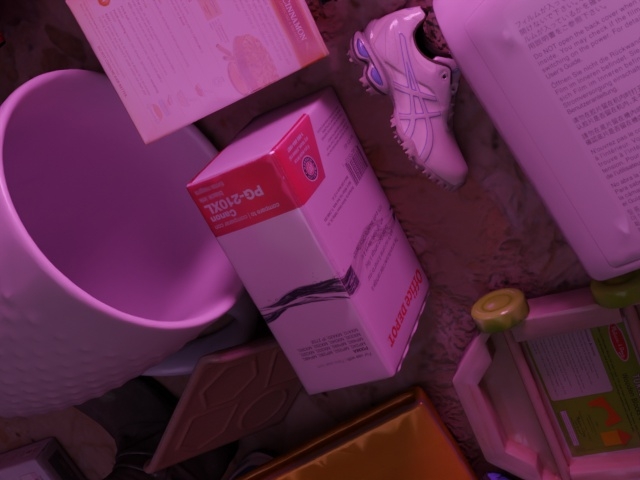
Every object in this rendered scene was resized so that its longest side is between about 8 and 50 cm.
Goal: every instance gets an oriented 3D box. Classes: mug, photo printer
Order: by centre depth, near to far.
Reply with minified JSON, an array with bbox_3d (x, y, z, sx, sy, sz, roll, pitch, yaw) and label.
[{"bbox_3d":[0.257,-0.143,0.736,0.256,0.107,0.307,-28,105,30],"label":"photo printer"},{"bbox_3d":[-0.238,0.052,0.949,0.374,0.276,0.328,26,134,-34],"label":"mug"}]

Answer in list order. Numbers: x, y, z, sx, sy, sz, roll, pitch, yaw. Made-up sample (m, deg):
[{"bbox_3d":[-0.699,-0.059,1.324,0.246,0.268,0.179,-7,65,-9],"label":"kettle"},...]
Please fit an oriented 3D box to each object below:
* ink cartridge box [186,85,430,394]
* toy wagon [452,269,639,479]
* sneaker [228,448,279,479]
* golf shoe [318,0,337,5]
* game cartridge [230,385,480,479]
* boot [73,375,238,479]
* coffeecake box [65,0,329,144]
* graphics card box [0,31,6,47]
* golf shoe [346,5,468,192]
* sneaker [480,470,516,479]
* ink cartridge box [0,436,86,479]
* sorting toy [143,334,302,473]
[{"bbox_3d":[0.000,0.000,0.867,0.100,0.172,0.237,-19,110,27],"label":"ink cartridge box"},{"bbox_3d":[0.313,0.147,0.903,0.344,0.068,0.267,-15,112,25],"label":"toy wagon"},{"bbox_3d":[-0.116,0.349,1.156,0.080,0.081,0.211,32,123,0],"label":"sneaker"},{"bbox_3d":[0.017,-0.300,0.764,0.094,0.077,0.198,30,120,19],"label":"golf shoe"},{"bbox_3d":[0.071,0.360,1.068,0.285,0.052,0.323,-29,109,10],"label":"game cartridge"},{"bbox_3d":[-0.227,0.247,1.090,0.247,0.161,0.083,26,123,5],"label":"boot"},{"bbox_3d":[-0.106,-0.193,0.820,0.186,0.068,0.142,-25,108,4],"label":"coffeecake box"},{"bbox_3d":[-0.410,-0.298,0.735,0.233,0.094,0.371,45,166,11],"label":"graphics card box"},{"bbox_3d":[0.101,-0.127,0.827,0.086,0.069,0.176,-27,107,23],"label":"golf shoe"},{"bbox_3d":[0.248,0.329,1.004,0.221,0.083,0.087,45,151,-19],"label":"sneaker"},{"bbox_3d":[-0.416,0.391,1.302,0.232,0.066,0.189,-23,108,24],"label":"ink cartridge box"},{"bbox_3d":[-0.086,0.161,0.992,0.038,0.193,0.208,51,129,25],"label":"sorting toy"}]
